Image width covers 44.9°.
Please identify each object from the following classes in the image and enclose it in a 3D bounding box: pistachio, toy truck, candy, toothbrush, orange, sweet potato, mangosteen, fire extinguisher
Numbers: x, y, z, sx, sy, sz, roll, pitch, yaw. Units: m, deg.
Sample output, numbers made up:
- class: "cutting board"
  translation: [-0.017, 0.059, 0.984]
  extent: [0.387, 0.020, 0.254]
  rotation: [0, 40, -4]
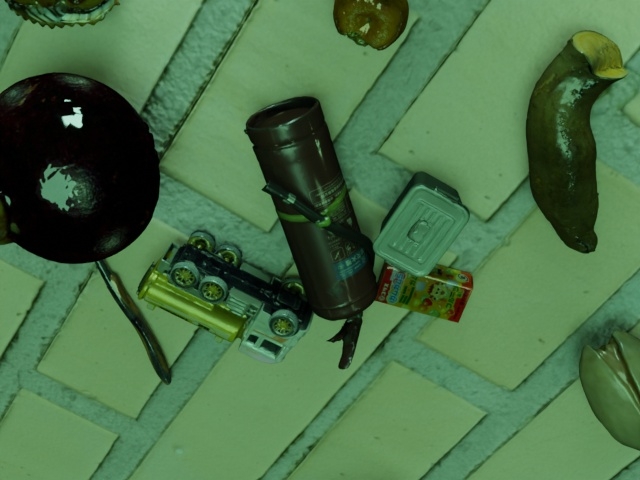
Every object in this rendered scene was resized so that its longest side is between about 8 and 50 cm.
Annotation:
- class: "pistachio"
  translation: [0.420, 0.204, 1.044]
  extent: [0.124, 0.124, 0.185]
  rotation: [-32, 108, 20]
- class: "toy truck"
  translation: [-0.127, 0.079, 1.045]
  extent: [0.227, 0.098, 0.114]
  rotation: [26, 121, -6]
- class: "candy"
  translation: [0.139, 0.064, 1.042]
  extent: [0.122, 0.038, 0.062]
  rotation: [15, 119, -3]
- class: "toothbrush"
  translation: [-0.281, 0.081, 1.101]
  extent: [0.031, 0.023, 0.321]
  rotation: [-12, 117, 15]
- class: "orange"
  translation: [0.057, -0.258, 0.862]
  extent: [0.086, 0.062, 0.086]
  rotation: [5, 135, 5]
- class: "sweet potato"
  translation: [0.300, -0.101, 0.910]
  extent: [0.112, 0.085, 0.285]
  rotation: [-9, 118, 5]
- class: "mangosteen"
  translation: [-0.317, -0.072, 0.892]
  extent: [0.265, 0.228, 0.228]
  rotation: [-26, 120, -25]
- class: "fire extinguisher"
  translation: [0.000, 0.000, 0.972]
  extent: [0.105, 0.141, 0.341]
  rotation: [1, 122, 36]

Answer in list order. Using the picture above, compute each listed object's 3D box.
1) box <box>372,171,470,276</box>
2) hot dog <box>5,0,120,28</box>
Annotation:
- class: "box"
  translation: [0.126, -0.024, 0.978]
  extent: [0.084, 0.069, 0.122]
  rotation: [29, 117, -9]
- class: "hot dog"
  translation: [-0.293, -0.364, 0.827]
  extent: [0.163, 0.082, 0.270]
  rotation: [5, 120, 5]
